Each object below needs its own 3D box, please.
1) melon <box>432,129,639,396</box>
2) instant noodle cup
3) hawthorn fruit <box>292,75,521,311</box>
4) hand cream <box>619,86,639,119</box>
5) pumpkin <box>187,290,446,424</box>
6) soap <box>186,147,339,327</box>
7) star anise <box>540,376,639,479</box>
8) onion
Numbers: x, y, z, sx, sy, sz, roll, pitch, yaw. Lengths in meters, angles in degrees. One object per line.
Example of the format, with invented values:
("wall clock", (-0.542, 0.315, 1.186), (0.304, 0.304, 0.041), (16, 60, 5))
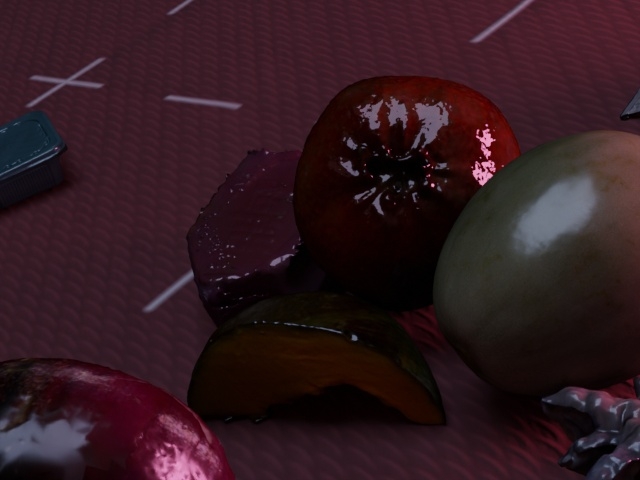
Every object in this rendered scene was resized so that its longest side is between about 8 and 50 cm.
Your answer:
("melon", (0.259, 0.022, 1.566), (0.308, 0.272, 0.272), (-23, 27, -37))
("instant noodle cup", (-0.459, -0.115, 2.365), (0.157, 0.070, 0.179), (-25, 31, -10))
("hawthorn fruit", (0.109, -0.050, 1.784), (0.265, 0.265, 0.307), (-9, -13, 15))
("hand cream", (0.509, -0.192, 1.997), (0.257, 0.050, 0.084), (-1, 37, 33))
("pumpkin", (-0.002, 0.096, 1.696), (0.312, 0.148, 0.169), (2, 39, 24))
("soap", (-0.061, 0.008, 1.896), (0.182, 0.112, 0.289), (-4, 37, 31))
("star anise", (0.309, 0.181, 1.433), (0.236, 0.093, 0.229), (17, 44, 43))
("onion", (-0.220, 0.232, 1.398), (0.347, 0.348, 0.385), (-9, 28, 15))
